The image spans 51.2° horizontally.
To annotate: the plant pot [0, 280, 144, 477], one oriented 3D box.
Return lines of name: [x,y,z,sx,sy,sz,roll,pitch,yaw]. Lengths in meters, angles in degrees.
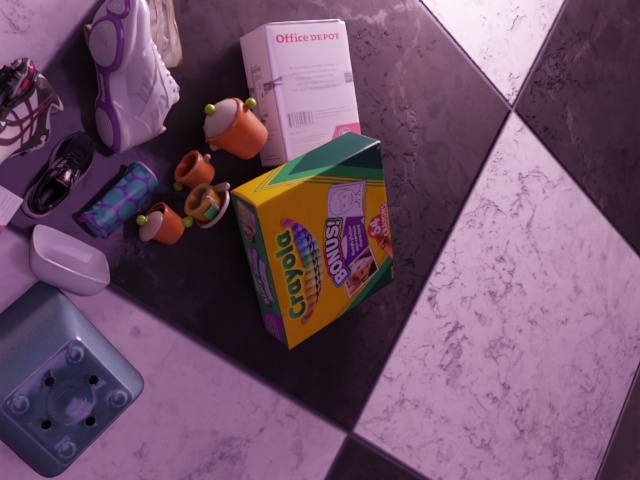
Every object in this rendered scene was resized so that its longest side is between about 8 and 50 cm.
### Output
plant pot: [-0.443,0.237,1.105,0.248,0.252,0.247,-46,114,-24]

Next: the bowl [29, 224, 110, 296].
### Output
bowl: [-0.448,0.042,1.173,0.142,0.142,0.053,31,100,-32]

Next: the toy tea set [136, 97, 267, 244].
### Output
toy tea set: [-0.240,-0.140,1.262,0.124,0.200,0.335,35,78,-38]

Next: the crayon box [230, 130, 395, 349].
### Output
crayon box: [0.000,0.000,1.406,0.313,0.106,0.362,-31,129,-28]

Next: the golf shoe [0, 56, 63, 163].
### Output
golf shoe: [-0.509,-0.175,1.101,0.120,0.105,0.272,48,45,-43]

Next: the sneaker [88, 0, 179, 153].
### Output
sneaker: [-0.328,-0.308,1.199,0.152,0.114,0.305,-26,145,-39]

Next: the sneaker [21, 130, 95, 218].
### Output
sneaker: [-0.454,-0.114,1.189,0.072,0.077,0.178,34,73,-31]

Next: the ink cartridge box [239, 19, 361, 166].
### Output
ink cartridge box: [-0.038,-0.314,1.433,0.207,0.117,0.282,-15,100,-32]

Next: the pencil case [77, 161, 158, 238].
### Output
pencil case: [-0.375,-0.076,1.249,0.070,0.064,0.151,32,67,17]

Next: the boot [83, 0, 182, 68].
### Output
boot: [-0.359,-0.416,1.240,0.165,0.077,0.213,-21,109,-30]

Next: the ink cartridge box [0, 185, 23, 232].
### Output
ink cartridge box: [-0.612,-0.074,1.091,0.198,0.067,0.115,36,72,-28]
